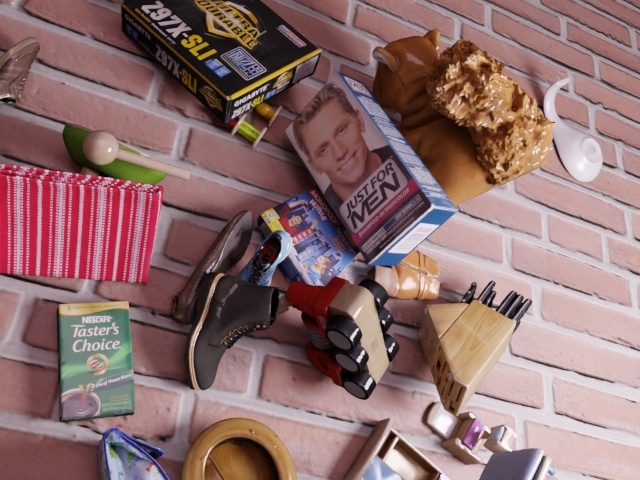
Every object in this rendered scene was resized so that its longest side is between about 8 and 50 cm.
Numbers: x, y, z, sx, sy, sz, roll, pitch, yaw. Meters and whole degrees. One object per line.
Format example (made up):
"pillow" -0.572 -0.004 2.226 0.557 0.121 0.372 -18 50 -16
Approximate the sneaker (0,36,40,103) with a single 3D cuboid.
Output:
"sneaker" -0.555 -0.281 1.123 0.071 0.066 0.188 45 61 -20

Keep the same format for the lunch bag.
"lunch bag" -0.276 0.348 0.922 0.096 0.129 0.151 -31 81 -33

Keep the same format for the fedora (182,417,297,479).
"fedora" -0.132 0.384 1.002 0.194 0.079 0.194 10 59 -17

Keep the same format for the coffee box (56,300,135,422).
"coffee box" -0.359 0.189 1.007 0.113 0.040 0.184 1 68 -24

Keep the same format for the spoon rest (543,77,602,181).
"spoon rest" 0.663 -0.285 1.671 0.137 0.084 0.276 -21 91 -29

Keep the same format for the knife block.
"knife block" 0.326 0.196 1.229 0.242 0.088 0.275 -1 39 -9

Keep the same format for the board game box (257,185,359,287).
"board game box" 0.000 0.000 1.243 0.194 0.060 0.194 -29 82 -33

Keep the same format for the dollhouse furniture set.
"dollhouse furniture set" 0.230 0.359 1.045 0.198 0.303 0.286 42 58 -4

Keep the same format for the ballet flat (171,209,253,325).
"ballet flat" -0.194 0.041 1.137 0.058 0.084 0.249 14 59 23

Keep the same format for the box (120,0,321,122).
"box" -0.202 -0.408 1.282 0.322 0.079 0.257 43 58 14

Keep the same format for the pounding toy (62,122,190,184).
"pounding toy" -0.351 -0.107 1.058 0.183 0.237 0.110 26 84 -34

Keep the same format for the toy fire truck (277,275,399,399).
"toy fire truck" -0.013 0.161 1.116 0.246 0.217 0.158 17 52 32

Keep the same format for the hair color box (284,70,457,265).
"hair color box" 0.087 -0.138 1.220 0.105 0.174 0.347 5 48 -52

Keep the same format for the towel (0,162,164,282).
"towel" -0.400 -0.018 1.001 0.275 0.198 0.031 6 33 -21

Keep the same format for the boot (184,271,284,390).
"boot" -0.141 0.158 1.043 0.137 0.077 0.197 7 87 19

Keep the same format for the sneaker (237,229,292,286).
"sneaker" -0.112 0.049 1.135 0.063 0.073 0.162 29 90 8

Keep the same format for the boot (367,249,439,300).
"boot" 0.177 0.028 1.307 0.152 0.073 0.197 12 76 -18

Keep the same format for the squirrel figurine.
"squirrel figurine" 0.267 -0.270 1.286 0.281 0.397 0.370 -22 87 -26

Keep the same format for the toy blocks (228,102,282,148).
"toy blocks" -0.167 -0.272 1.290 0.148 0.054 0.123 34 58 -7
